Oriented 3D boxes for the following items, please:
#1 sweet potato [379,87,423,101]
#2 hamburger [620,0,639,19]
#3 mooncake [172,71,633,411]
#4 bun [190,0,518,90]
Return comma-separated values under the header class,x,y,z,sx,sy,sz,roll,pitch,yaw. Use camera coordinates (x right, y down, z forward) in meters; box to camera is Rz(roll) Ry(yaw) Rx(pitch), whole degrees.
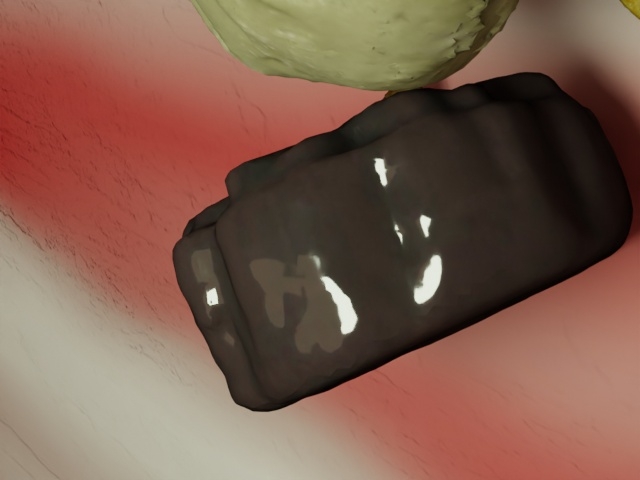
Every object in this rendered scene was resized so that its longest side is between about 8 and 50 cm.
class,x,y,z,sx,sy,sz,roll,pitch,yaw
sweet potato,0.003,-0.002,1.025,0.112,0.112,0.359,53,141,19
hamburger,0.217,-0.158,0.627,0.159,0.131,0.185,51,146,-3
mooncake,0.050,-0.002,0.801,0.283,0.283,0.141,-33,77,56
bun,0.036,-0.254,0.637,0.234,0.326,0.362,24,144,2
